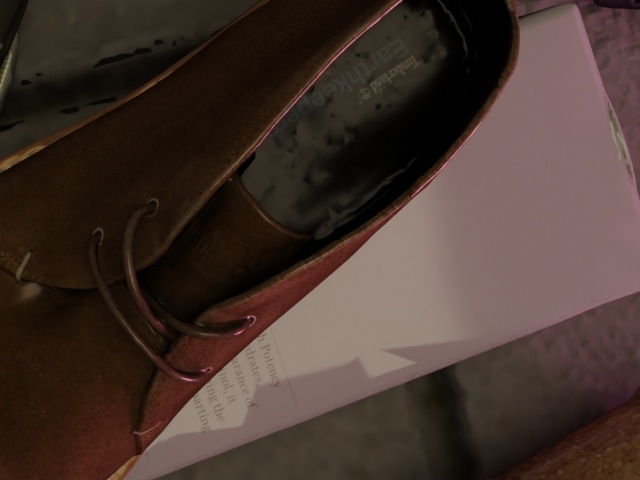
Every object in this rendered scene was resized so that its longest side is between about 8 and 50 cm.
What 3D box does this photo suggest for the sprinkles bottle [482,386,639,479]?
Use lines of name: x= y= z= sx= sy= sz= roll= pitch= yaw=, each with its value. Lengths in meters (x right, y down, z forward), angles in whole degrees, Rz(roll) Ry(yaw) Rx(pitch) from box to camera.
sprinkles bottle: x=0.019 y=0.184 z=0.618 sx=0.355 sy=0.121 sz=0.121 roll=-28 pitch=99 yaw=-11

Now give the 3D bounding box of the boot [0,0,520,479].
boot: x=-0.061 y=0.011 z=0.509 sx=0.305 sy=0.115 sz=0.112 roll=-43 pitch=101 yaw=-8

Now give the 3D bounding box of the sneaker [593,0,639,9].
sneaker: x=0.205 y=-0.107 z=0.658 sx=0.268 sy=0.153 sz=0.101 roll=45 pitch=61 yaw=-46

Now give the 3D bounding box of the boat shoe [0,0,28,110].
boat shoe: x=-0.141 y=-0.130 z=0.577 sx=0.109 sy=0.091 sz=0.305 roll=20 pitch=88 yaw=-13

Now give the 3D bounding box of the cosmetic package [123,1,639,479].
cosmetic package: x=0.000 y=0.000 z=0.623 sx=0.231 sy=0.085 sz=0.117 roll=-19 pitch=96 yaw=-13
